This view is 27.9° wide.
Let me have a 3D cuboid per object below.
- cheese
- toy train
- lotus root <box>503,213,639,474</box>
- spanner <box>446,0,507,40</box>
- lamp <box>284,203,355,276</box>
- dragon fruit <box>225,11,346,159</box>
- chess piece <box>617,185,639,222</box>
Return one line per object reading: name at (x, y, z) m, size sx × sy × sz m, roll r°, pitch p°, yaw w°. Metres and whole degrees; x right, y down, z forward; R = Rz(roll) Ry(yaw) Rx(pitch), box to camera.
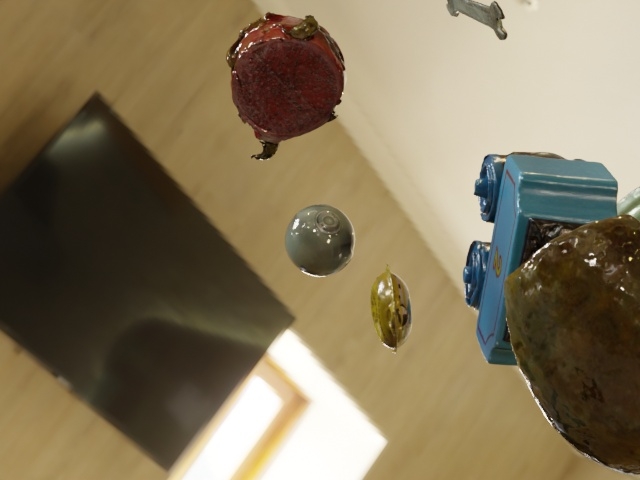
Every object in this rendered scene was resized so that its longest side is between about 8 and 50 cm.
cheese at (0.119, 0.113, 2.260) m, size 0.064 × 0.157 × 0.250 m, roll -4°, pitch 8°, yaw -5°
toy train at (0.313, 0.026, 1.847) m, size 0.187 × 0.300 × 0.265 m, roll 4°, pitch 21°, yaw -6°
lotus root at (0.340, 0.142, 1.529) m, size 0.210 × 0.142 × 0.314 m, roll -32°, pitch -101°, yaw 62°
spanner at (0.268, -0.403, 2.246) m, size 0.302 × 0.017 × 0.071 m, roll -124°, pitch -166°, yaw -67°
lamp at (0.000, 0.000, 1.853) m, size 0.105 × 0.105 × 0.105 m, roll 33°, pitch -16°, yaw 11°
dragon fruit at (-0.063, -0.282, 2.207) m, size 0.211 × 0.147 × 0.282 m, roll 16°, pitch -53°, yaw -7°
chess piece at (0.622, 0.044, 2.128) m, size 0.299 × 0.194 × 0.194 m, roll 62°, pitch -8°, yaw 19°
